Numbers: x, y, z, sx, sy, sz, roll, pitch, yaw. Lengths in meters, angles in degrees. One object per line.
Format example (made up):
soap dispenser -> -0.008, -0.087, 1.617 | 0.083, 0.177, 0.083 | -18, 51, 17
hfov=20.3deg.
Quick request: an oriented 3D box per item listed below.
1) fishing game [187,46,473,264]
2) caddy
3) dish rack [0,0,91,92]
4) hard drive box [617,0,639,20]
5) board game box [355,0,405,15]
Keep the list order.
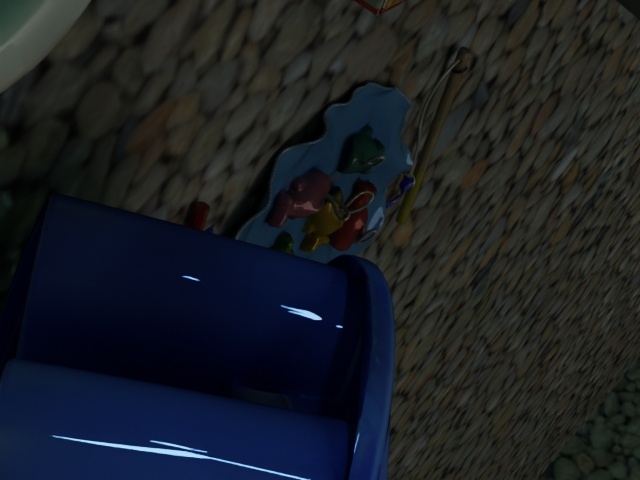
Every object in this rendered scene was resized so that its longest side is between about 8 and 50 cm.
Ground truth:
fishing game -> 0.000, 0.000, 0.995 | 0.264, 0.041, 0.189 | -32, 149, -49
caddy -> -0.072, 0.148, 0.713 | 0.241, 0.179, 0.341 | -87, -160, -57
dish rack -> -0.115, -0.161, 0.280 | 0.285, 0.072, 0.333 | -9, 134, -48
hard drive box -> 0.275, -0.254, 1.075 | 0.232, 0.089, 0.181 | -46, 174, -22
board game box -> 0.086, -0.199, 0.829 | 0.193, 0.045, 0.146 | -33, 153, -48
